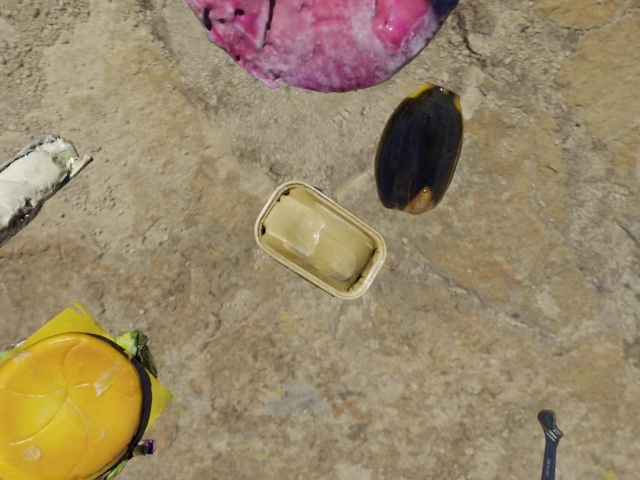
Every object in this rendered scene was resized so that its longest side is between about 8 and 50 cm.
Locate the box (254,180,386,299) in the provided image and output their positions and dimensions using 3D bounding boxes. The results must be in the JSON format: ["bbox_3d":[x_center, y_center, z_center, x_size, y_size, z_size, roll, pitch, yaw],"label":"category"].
[{"bbox_3d":[0.000,0.000,0.634,0.177,0.111,0.111,33,107,-12],"label":"box"}]

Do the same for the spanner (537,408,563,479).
[{"bbox_3d":[0.412,0.392,0.855,0.012,0.046,0.209,-18,113,-27],"label":"spanner"}]

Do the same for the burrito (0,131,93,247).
[{"bbox_3d":[-0.357,-0.045,0.546,0.058,0.230,0.063,15,139,11],"label":"burrito"}]

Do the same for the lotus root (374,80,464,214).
[{"bbox_3d":[0.226,-0.209,1.060,0.193,0.193,0.291,5,123,-5],"label":"lotus root"}]

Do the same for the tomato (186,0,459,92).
[{"bbox_3d":[-0.010,-0.333,0.525,0.334,0.176,0.290,1,135,-11],"label":"tomato"}]

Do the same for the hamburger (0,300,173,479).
[{"bbox_3d":[-0.240,0.159,0.444,0.164,0.189,0.093,56,143,2],"label":"hamburger"}]
